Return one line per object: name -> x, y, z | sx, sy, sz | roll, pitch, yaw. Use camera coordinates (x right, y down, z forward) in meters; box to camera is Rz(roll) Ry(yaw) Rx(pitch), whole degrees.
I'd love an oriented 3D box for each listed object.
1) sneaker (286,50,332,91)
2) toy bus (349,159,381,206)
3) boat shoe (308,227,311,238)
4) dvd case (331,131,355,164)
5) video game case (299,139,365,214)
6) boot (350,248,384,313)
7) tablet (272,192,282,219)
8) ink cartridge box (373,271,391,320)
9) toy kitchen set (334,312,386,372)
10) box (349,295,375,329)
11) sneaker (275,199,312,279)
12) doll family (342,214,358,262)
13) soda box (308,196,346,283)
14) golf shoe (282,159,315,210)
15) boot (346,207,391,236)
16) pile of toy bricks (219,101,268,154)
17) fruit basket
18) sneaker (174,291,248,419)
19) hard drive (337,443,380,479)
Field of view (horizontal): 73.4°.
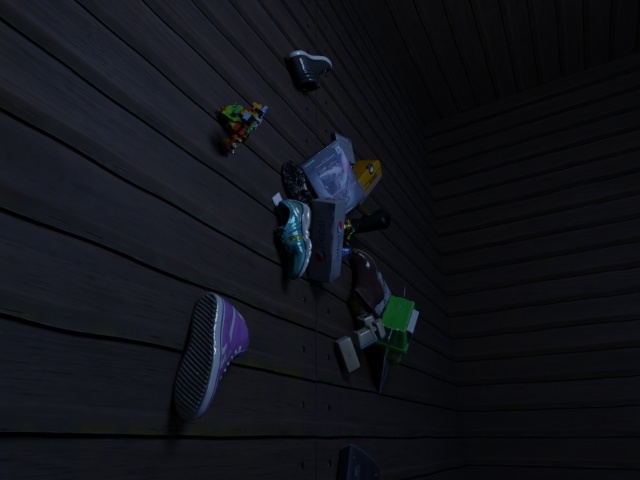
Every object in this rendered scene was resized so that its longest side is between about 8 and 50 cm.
sneaker -> -0.032, -0.701, 1.826 | 0.295, 0.104, 0.147 | -22, 99, -57
toy bus -> 0.164, -0.256, 1.928 | 0.333, 0.108, 0.130 | -52, 138, -43
boat shoe -> 0.000, 0.000, 1.610 | 0.152, 0.049, 0.056 | 44, 15, -38
dvd case -> 0.119, -0.378, 2.035 | 0.179, 0.029, 0.239 | 1, 77, -62
video game case -> 0.053, -0.230, 1.708 | 0.196, 0.026, 0.274 | -39, 113, -21
boot -> 0.179, 0.163, 1.787 | 0.249, 0.090, 0.207 | 55, 28, -1
tablet -> -0.135, -0.116, 1.451 | 0.083, 0.006, 0.054 | 66, 29, -18
ink cartridge box -> 0.262, 0.258, 1.995 | 0.224, 0.045, 0.224 | 56, 33, -33
toy kitchen set -> 0.142, 0.390, 1.668 | 0.207, 0.166, 0.122 | -22, 99, -21
box -> 0.184, 0.315, 1.826 | 0.179, 0.043, 0.105 | 67, 28, -12
sneaker -> -0.099, -0.004, 1.399 | 0.109, 0.107, 0.276 | 13, 63, -36
doll family -> 0.094, -0.010, 1.698 | 0.076, 0.111, 0.193 | -151, -118, -70
soda box -> 0.022, -0.004, 1.504 | 0.098, 0.091, 0.287 | -28, 124, -61
golf shoe -> -0.083, -0.187, 1.529 | 0.094, 0.077, 0.198 | 105, -37, -76
boot -> 0.172, -0.072, 1.800 | 0.246, 0.207, 0.094 | -9, 86, -62
pile of toy bricks -> -0.247, -0.358, 1.264 | 0.105, 0.118, 0.212 | 34, 49, -8
fruit basket -> 0.326, 0.431, 1.856 | 0.327, 0.165, 0.354 | -55, 147, -49
sneaker -> -0.229, 0.276, 0.988 | 0.161, 0.102, 0.282 | 51, 36, -46
hard drive -> 0.131, 0.820, 1.472 | 0.255, 0.054, 0.172 | 53, 35, -38
